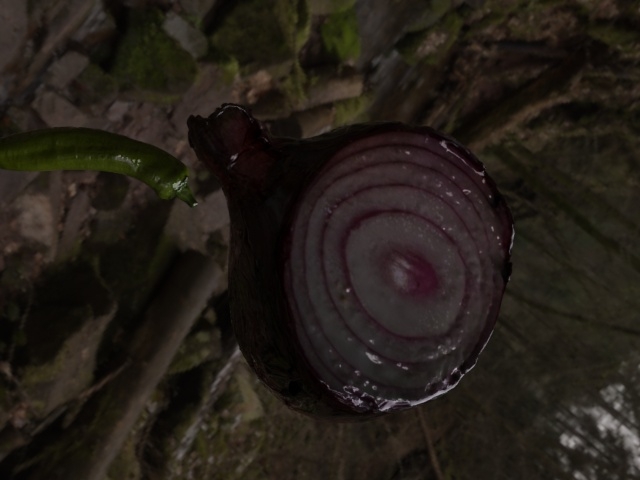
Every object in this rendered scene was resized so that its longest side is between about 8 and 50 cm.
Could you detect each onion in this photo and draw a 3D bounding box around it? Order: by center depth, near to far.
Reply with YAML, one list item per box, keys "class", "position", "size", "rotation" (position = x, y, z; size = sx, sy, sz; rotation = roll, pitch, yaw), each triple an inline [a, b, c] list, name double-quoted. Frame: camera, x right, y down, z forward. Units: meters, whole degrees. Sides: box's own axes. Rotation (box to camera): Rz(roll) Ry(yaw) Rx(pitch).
- class: "onion"
  position: [0.000, 0.000, 0.522]
  size: [0.195, 0.218, 0.140]
  rotation: [-58, -165, -16]

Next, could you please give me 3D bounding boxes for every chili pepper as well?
- class: "chili pepper"
  position: [-0.202, -0.072, 0.715]
  size: [0.048, 0.208, 0.043]
  rotation: [105, -6, -47]
